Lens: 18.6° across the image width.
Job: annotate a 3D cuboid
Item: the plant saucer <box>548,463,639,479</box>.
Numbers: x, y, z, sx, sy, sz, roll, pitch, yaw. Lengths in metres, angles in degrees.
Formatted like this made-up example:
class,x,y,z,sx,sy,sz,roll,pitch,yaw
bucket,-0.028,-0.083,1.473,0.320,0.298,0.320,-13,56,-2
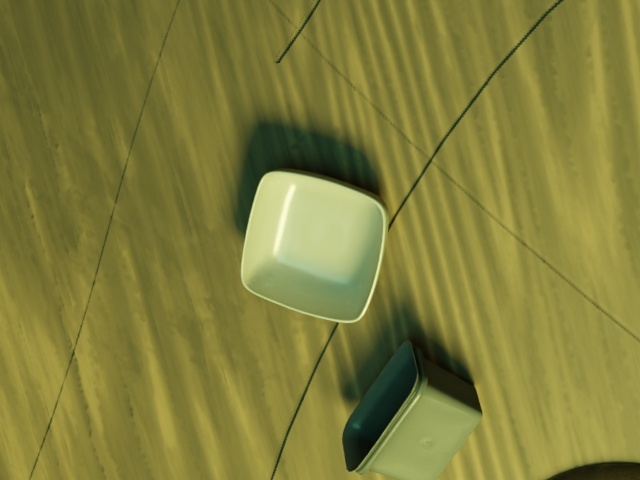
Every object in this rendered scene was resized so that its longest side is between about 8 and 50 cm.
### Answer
class,x,y,z,sx,sy,sz,roll,pitch,yaw
plant saucer,0.310,0.376,1.962,0.311,0.050,0.310,5,106,17

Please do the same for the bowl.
class,x,y,z,sx,sy,sz,roll,pitch,yaw
bowl,0.000,0.000,1.956,0.142,0.053,0.142,18,111,14

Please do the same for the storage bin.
class,x,y,z,sx,sy,sz,roll,pitch,yaw
storage bin,0.095,0.180,1.962,0.091,0.098,0.135,26,115,-19
